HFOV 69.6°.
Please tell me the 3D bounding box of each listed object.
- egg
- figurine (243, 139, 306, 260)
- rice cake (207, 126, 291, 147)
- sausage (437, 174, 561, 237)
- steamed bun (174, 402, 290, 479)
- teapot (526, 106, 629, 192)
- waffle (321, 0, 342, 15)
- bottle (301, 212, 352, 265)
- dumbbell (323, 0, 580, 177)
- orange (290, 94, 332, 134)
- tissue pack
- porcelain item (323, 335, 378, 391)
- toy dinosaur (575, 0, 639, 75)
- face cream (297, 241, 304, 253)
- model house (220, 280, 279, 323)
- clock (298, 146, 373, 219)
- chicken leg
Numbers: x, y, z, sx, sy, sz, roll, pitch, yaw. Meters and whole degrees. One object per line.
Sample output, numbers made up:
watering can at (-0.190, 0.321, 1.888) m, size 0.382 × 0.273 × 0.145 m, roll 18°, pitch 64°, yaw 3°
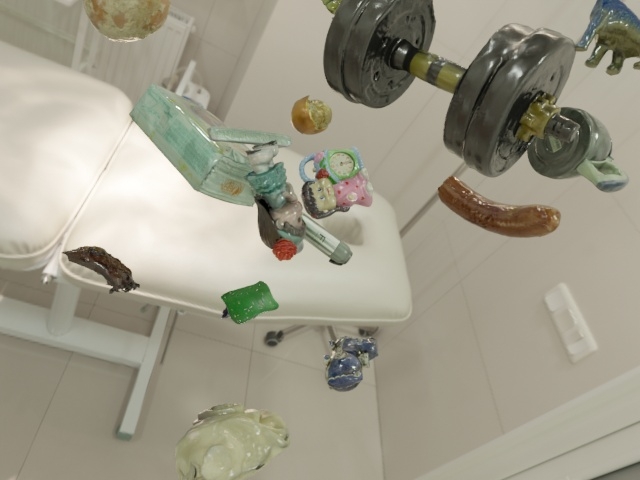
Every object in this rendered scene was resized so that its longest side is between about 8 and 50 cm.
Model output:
egg at (-0.473, -0.591, 1.122) m, size 0.195 × 0.233 × 0.194 m, roll 30°, pitch 48°, yaw -40°
figurine at (-0.103, -0.085, 1.006) m, size 0.138 × 0.110 × 0.245 m, roll -59°, pitch 137°, yaw -59°
rice cake at (-0.193, -0.275, 1.231) m, size 0.222 × 0.042 × 0.080 m, roll -1°, pitch 13°, yaw -28°
sausage at (0.421, -0.072, 1.117) m, size 0.076 × 0.102 × 0.302 m, roll -14°, pitch 31°, yaw -42°
steamed bun at (-0.278, 0.603, 1.370) m, size 0.237 × 0.347 × 0.394 m, roll 53°, pitch 0°, yaw 19°
teapot at (0.415, -0.144, 0.719) m, size 0.108 × 0.111 × 0.149 m, roll 1°, pitch 20°, yaw -27°
waffle at (0.105, -0.530, 1.070) m, size 0.214 × 0.054 × 0.207 m, roll -18°, pitch 66°, yaw -40°
bottle at (0.000, 0.000, 1.704) m, size 0.254 × 0.096 × 0.079 m, roll 35°, pitch 21°, yaw -7°
dumbbell at (0.161, -0.229, 0.625) m, size 0.388 × 0.185 × 0.185 m, roll 38°, pitch 35°, yaw 27°
orange at (-0.034, -0.445, 1.633) m, size 0.157 × 0.157 × 0.134 m, roll -28°, pitch 94°, yaw -50°
tissue pack at (-0.360, -0.288, 1.430) m, size 0.388 × 0.162 × 0.287 m, roll 45°, pitch 15°, yaw 24°
porcelain item at (0.117, 0.449, 1.705) m, size 0.288 × 0.186 × 0.137 m, roll -51°, pitch 131°, yaw -74°
toy dinosaur at (0.541, -0.383, 0.787) m, size 0.248 × 0.188 × 0.075 m, roll 25°, pitch 8°, yaw 18°
face cream at (-0.116, 0.011, 1.894) m, size 0.091 × 0.091 × 0.095 m, roll 10°, pitch 12°, yaw -31°
model house at (-0.237, 0.214, 1.476) m, size 0.167 × 0.088 × 0.117 m, roll -20°, pitch 68°, yaw -36°
clock at (0.032, -0.164, 1.306) m, size 0.196 × 0.100 × 0.193 m, roll -16°, pitch 79°, yaw -13°
chicken leg at (-0.642, 0.083, 1.369) m, size 0.234 × 0.063 × 0.105 m, roll 46°, pitch 23°, yaw -22°
